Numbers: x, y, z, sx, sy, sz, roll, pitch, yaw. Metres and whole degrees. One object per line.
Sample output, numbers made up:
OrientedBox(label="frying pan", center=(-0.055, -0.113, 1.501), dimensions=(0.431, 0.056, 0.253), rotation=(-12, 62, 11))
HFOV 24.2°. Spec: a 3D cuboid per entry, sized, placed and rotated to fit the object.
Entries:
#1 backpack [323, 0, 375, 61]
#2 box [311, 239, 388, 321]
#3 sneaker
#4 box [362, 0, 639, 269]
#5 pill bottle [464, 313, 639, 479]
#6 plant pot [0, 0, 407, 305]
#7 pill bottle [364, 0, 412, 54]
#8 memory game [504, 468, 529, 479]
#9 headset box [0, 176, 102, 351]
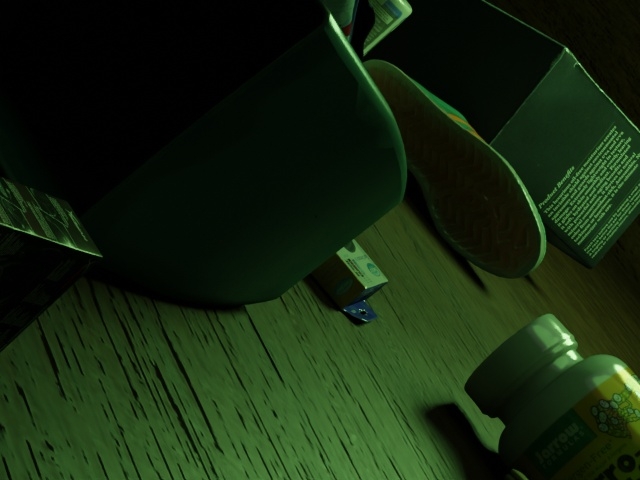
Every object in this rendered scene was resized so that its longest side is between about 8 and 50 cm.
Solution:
OrientedBox(label="backpack", center=(-0.061, -0.217, 1.047), dimensions=(0.276, 0.213, 0.263), rotation=(-112, -164, -49))
OrientedBox(label="box", center=(0.000, 0.000, 1.076), dimensions=(0.136, 0.028, 0.081), rotation=(48, 12, 7))
OrientedBox(label="sneaker", center=(0.151, -0.080, 1.648), dimensions=(0.302, 0.108, 0.121), rotation=(51, 16, 20))
OrientedBox(label="box", center=(0.236, -0.154, 1.888), dimensions=(0.294, 0.182, 0.296), rotation=(38, 2, -42))
OrientedBox(label="pill bottle", center=(0.203, 0.157, 1.073), dimensions=(0.208, 0.117, 0.117), rotation=(50, 12, 17))
OrientedBox(label="plant pot", center=(-0.058, -0.069, 0.799), dimensions=(0.165, 0.165, 0.234), rotation=(55, 6, 28))
OrientedBox(label="pill bottle", center=(0.023, -0.228, 1.595), dimensions=(0.078, 0.137, 0.078), rotation=(47, 12, -13))
OrientedBox(label="memory game", center=(0.179, 0.219, 0.955), dimensions=(0.186, 0.012, 0.186), rotation=(50, -2, 2))
OrientedBox(label="headset box", center=(-0.128, 0.007, 0.532), dimensions=(0.032, 0.062, 0.083), rotation=(54, 14, 26))
